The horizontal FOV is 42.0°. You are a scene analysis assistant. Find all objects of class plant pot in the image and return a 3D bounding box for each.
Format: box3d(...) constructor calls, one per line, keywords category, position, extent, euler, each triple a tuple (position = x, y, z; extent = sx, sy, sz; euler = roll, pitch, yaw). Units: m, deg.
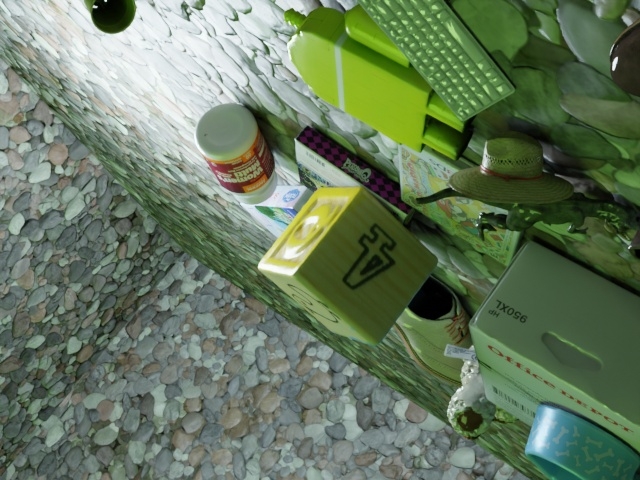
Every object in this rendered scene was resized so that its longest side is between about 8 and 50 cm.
box3d(category="plant pot", position=(-0.378, -0.416, 1.461), extent=(0.079, 0.083, 0.083), euler=(44, 174, 40))

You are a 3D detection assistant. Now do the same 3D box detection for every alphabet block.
box3d(category="alphabet block", position=(0.045, 0.039, 1.431), extent=(0.197, 0.193, 0.192), euler=(42, 165, -19))

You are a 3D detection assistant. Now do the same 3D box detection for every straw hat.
box3d(category="straw hat", position=(0.222, -0.093, 0.962), extent=(0.144, 0.144, 0.061), euler=(25, 124, 44))

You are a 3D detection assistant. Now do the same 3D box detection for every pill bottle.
box3d(category="pill bottle", position=(-0.157, -0.161, 1.624), extent=(0.121, 0.121, 0.221), euler=(32, 166, 23))

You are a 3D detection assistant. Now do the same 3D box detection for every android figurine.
box3d(category="android figurine", position=(0.068, -0.200, 1.034), extent=(0.273, 0.056, 0.248), euler=(32, 167, 14))

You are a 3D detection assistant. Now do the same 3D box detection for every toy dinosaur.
box3d(category="toy dinosaur", position=(0.244, -0.036, 1.002), extent=(0.268, 0.064, 0.118), euler=(5, 171, 2))

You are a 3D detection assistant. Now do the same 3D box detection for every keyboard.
box3d(category="keyboard", position=(0.101, -0.229, 0.867), extent=(0.072, 0.014, 0.256), euler=(-25, 122, 39))

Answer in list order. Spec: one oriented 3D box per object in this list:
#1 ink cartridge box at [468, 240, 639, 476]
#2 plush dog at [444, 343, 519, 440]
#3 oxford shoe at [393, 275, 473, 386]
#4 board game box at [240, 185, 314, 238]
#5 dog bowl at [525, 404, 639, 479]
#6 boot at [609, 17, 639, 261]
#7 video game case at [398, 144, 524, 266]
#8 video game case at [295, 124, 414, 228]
box3d(category="ink cartridge box", position=(0.403, 0.202, 1.279), extent=(0.285, 0.166, 0.395), euler=(30, 166, 25))
box3d(category="plush dog", position=(0.365, 0.288, 1.656), extent=(0.225, 0.263, 0.210), euler=(68, -178, -48))
box3d(category="oxford shoe", position=(0.246, 0.180, 1.704), extent=(0.397, 0.140, 0.146), euler=(40, 160, -17))
box3d(category="board game box", position=(0.000, 0.000, 1.884), extent=(0.319, 0.066, 0.318), euler=(43, 166, -21))
box3d(category="dog bowl", position=(0.413, 0.352, 1.249), extent=(0.166, 0.074, 0.297), euler=(17, 158, 51))
box3d(category="boot", position=(0.268, -0.076, 0.591), extent=(0.090, 0.207, 0.248), euler=(45, 165, -30))
box3d(category="video game case", position=(0.205, -0.059, 1.222), extent=(0.206, 0.026, 0.227), euler=(34, 167, 18))
box3d(category="video game case", position=(0.060, -0.088, 1.473), extent=(0.232, 0.042, 0.210), euler=(35, 167, 11))
